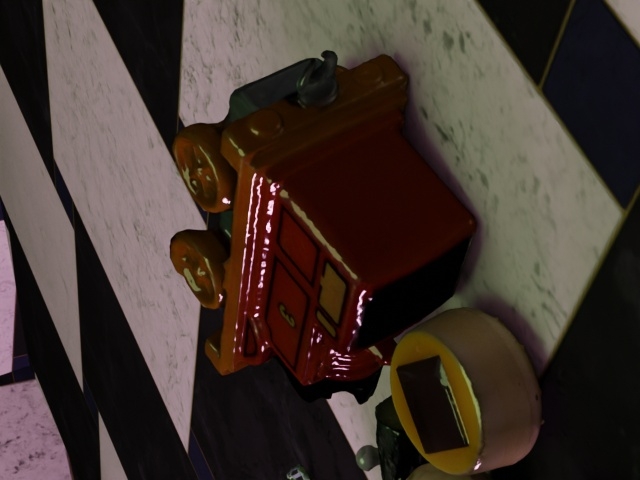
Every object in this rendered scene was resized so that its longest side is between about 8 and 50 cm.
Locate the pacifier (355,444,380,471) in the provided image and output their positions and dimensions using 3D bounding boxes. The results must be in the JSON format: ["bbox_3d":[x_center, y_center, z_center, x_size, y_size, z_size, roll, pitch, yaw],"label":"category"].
[{"bbox_3d":[0.063,0.192,1.240,0.083,0.064,0.068,-166,77,-67],"label":"pacifier"}]

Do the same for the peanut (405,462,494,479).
[{"bbox_3d":[0.113,0.290,1.111,0.123,0.123,0.257,34,138,60],"label":"peanut"}]

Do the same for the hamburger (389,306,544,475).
[{"bbox_3d":[0.110,0.113,1.018,0.127,0.081,0.141,62,146,18],"label":"hamburger"}]

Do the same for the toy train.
[{"bbox_3d":[0.000,0.000,1.110,0.232,0.163,0.369,52,153,26],"label":"toy train"}]

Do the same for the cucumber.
[{"bbox_3d":[0.087,0.235,1.176,0.078,0.062,0.211,12,122,30],"label":"cucumber"}]

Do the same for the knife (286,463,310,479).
[{"bbox_3d":[0.001,0.344,1.601,0.078,0.022,0.166,120,131,-73],"label":"knife"}]
